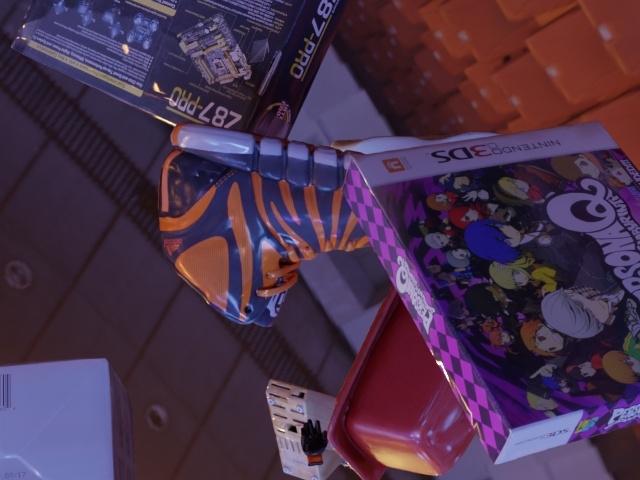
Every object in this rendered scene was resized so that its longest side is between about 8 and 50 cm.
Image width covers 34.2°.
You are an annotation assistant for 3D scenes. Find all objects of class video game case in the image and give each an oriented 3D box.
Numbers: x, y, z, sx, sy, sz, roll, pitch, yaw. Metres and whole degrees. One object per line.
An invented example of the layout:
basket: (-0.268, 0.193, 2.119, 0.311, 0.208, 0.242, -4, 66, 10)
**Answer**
video game case: (0.154, 0.019, 0.687, 0.210, 0.042, 0.232, -10, -130, -21)

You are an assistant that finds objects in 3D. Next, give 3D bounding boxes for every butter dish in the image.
butter dish: (0.095, 0.127, 0.845, 0.160, 0.118, 0.160, -63, -27, -19)

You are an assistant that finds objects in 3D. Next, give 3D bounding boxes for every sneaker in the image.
sneaker: (0.000, 0.000, 0.995, 0.124, 0.321, 0.180, -22, -57, -81)
sneaker: (0.159, -0.082, 1.530, 0.350, 0.131, 0.148, -7, -85, -36)

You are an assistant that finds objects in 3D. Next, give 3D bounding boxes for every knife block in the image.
knife block: (0.021, 0.320, 1.931, 0.242, 0.088, 0.275, -42, -49, -44)

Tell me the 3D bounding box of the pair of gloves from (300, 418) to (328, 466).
pair of gloves: (0.015, 0.260, 1.363, 0.074, 0.083, 0.010, -105, 6, -47)

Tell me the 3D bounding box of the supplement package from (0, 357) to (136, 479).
supplement package: (-0.265, 0.199, 0.903, 0.203, 0.194, 0.149, 104, 162, -71)

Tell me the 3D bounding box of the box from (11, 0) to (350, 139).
box: (-0.159, -0.303, 1.252, 0.395, 0.318, 0.097, 26, -179, 29)
